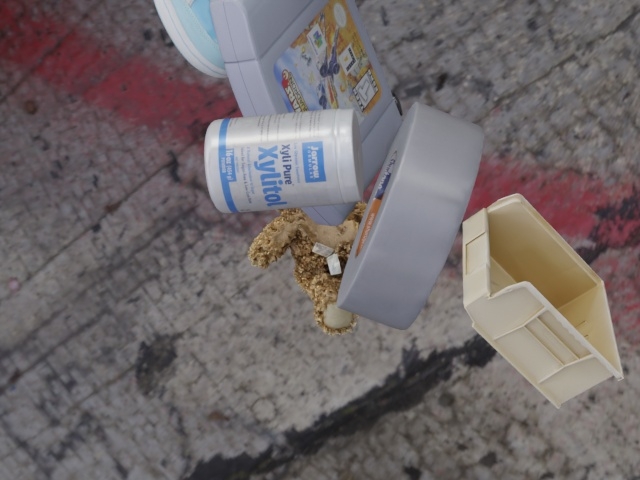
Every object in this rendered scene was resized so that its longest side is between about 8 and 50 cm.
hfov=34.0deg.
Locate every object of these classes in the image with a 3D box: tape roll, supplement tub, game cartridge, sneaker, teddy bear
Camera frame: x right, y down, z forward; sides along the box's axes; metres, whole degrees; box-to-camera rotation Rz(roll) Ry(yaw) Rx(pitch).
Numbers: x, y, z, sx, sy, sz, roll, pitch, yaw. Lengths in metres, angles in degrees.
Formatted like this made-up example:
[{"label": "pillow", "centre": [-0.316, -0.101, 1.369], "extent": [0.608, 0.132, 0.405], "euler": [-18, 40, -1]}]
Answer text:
[{"label": "tape roll", "centre": [0.087, -0.023, 1.038], "extent": [0.072, 0.219, 0.219], "euler": [22, 116, -2]}, {"label": "supplement tub", "centre": [-0.025, -0.058, 0.760], "extent": [0.107, 0.071, 0.071], "euler": [-5, 107, 9]}, {"label": "game cartridge", "centre": [-0.008, -0.172, 1.148], "extent": [0.062, 0.198, 0.297], "euler": [-1, 131, 33]}, {"label": "sneaker", "centre": [-0.116, -0.382, 1.324], "extent": [0.208, 0.127, 0.318], "euler": [-19, 82, 44]}, {"label": "teddy bear", "centre": [0.000, 0.000, 1.801], "extent": [0.338, 0.113, 0.245], "euler": [46, 74, 1]}]

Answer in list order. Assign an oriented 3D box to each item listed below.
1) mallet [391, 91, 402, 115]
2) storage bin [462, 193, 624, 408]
[{"label": "mallet", "centre": [0.072, -0.148, 1.410], "extent": [0.062, 0.189, 0.039], "euler": [-15, 115, 18]}, {"label": "storage bin", "centre": [0.354, 0.091, 1.714], "extent": [0.123, 0.262, 0.260], "euler": [-36, 112, 26]}]
